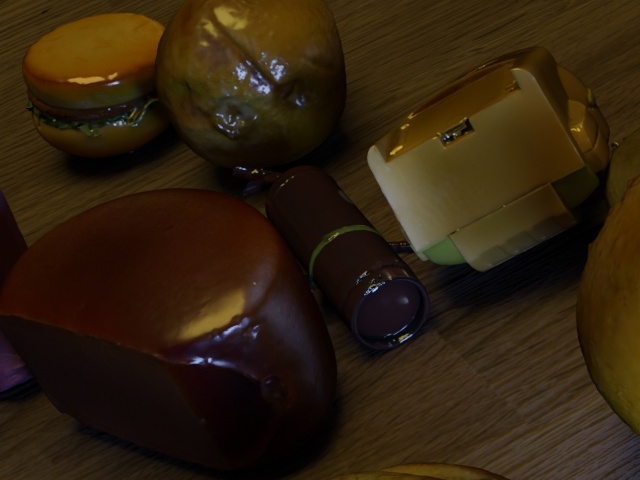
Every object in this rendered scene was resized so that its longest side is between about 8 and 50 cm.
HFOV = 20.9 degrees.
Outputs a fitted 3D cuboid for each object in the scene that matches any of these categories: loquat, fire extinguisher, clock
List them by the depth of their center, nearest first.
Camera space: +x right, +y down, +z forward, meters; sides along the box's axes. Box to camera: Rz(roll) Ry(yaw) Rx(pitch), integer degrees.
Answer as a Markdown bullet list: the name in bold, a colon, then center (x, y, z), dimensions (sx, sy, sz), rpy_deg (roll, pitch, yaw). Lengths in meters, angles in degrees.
- **loquat**: center (0.388, 0.057, 1.549), dimensions (0.328, 0.328, 0.328), rpy_deg (-15, 31, 10)
- **clock**: center (0.205, -0.111, 1.996), dimensions (0.244, 0.200, 0.317), rpy_deg (-25, 14, 19)
- **fire extinguisher**: center (0.000, 0.000, 2.028), dimensions (0.141, 0.105, 0.341), rpy_deg (9, 24, -31)
- **loquat**: center (-0.097, -0.235, 2.321), dimensions (0.276, 0.276, 0.284), rpy_deg (-17, 42, 6)

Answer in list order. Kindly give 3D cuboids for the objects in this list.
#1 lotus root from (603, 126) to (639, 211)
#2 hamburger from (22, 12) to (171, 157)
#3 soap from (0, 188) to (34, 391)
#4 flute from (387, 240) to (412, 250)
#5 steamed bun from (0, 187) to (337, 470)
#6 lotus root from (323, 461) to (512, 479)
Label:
- **lotus root**: center (0.393, -0.050, 1.855), dimensions (0.169, 0.151, 0.343), rpy_deg (-24, 30, -1)
- **hamburger**: center (-0.307, -0.213, 2.516), dimensions (0.246, 0.170, 0.246), rpy_deg (-4, 34, 3)
- **soap**: center (-0.474, 0.026, 2.065), dimensions (0.233, 0.360, 0.128), rpy_deg (-10, 29, 17)
- **flute**: center (0.081, 0.008, 2.089), dimensions (0.269, 0.014, 0.014), rpy_deg (-3, 35, 28)
- **steamed bun**: center (-0.147, 0.083, 1.890), dimensions (0.379, 0.235, 0.248), rpy_deg (10, 48, 42)
- **lotus root**: center (0.102, 0.274, 1.506), dimensions (0.291, 0.193, 0.193), rpy_deg (5, 40, 37)
